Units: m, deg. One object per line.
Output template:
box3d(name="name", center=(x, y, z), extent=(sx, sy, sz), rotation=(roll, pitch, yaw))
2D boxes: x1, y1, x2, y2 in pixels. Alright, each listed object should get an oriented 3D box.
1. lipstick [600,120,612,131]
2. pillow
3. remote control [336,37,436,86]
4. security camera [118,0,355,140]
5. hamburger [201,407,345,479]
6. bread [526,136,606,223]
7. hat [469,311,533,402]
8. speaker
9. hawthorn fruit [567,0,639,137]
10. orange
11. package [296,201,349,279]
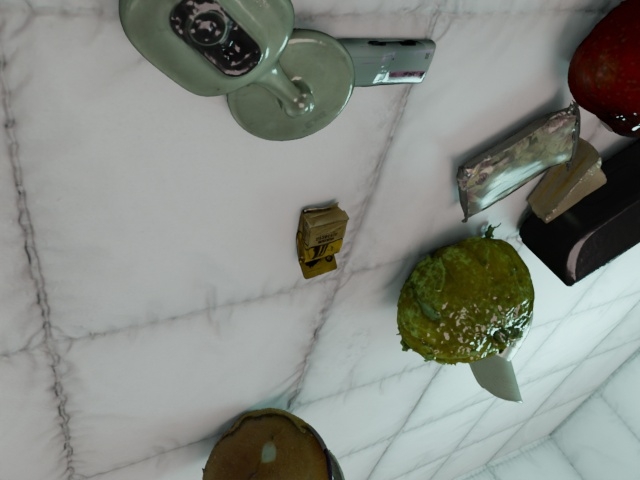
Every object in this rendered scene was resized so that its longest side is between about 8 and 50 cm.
box3d(name="lipstick", center=(0.600, -0.264, 1.088), extent=(0.141, 0.040, 0.040), rotation=(-38, 144, 9))
box3d(name="pillow", center=(0.348, -0.145, 1.026), extent=(0.254, 0.059, 0.169), rotation=(-29, 144, -2))
box3d(name="remote control", center=(0.077, -0.226, 0.746), extent=(0.166, 0.029, 0.065), rotation=(-10, 138, -28))
box3d(name="security camera", center=(-0.067, -0.191, 0.620), extent=(0.157, 0.080, 0.301), rotation=(-35, 144, 17))
box3d(name="hamburger", center=(-0.118, 0.538, 1.305), extent=(0.317, 0.277, 0.195), rotation=(-24, 140, -3))
box3d(name="bread", center=(0.476, -0.118, 1.137), extent=(0.152, 0.077, 0.105), rotation=(-39, 140, 14))
box3d(name="hat", center=(0.456, 0.243, 1.414), extent=(0.167, 0.302, 0.257), rotation=(-26, 152, 31))
box3d(name="speaker", center=(0.605, -0.103, 1.181), extent=(0.388, 0.180, 0.184), rotation=(-35, 138, 3))
box3d(name="hawthorn fruit", center=(0.522, -0.286, 0.865), extent=(0.230, 0.210, 0.266), rotation=(17, 117, -51))
box3d(name="orange", center=(0.298, 0.132, 1.183), extent=(0.300, 0.223, 0.300), rotation=(-11, 135, -26))
box3d(name="package", center=(0.000, 0.000, 0.943), extent=(0.070, 0.047, 0.131), rotation=(-19, 144, -22))
